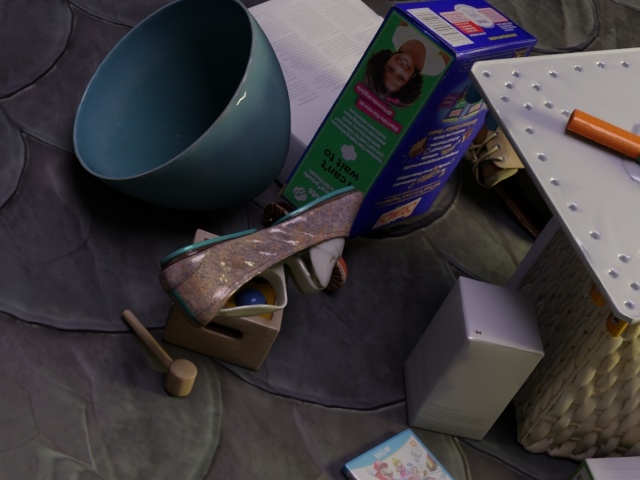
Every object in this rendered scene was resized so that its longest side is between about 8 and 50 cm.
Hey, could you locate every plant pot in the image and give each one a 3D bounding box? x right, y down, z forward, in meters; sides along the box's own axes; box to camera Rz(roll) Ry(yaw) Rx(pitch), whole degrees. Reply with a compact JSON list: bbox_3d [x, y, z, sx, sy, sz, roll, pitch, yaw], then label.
[{"bbox_3d":[-0.152,-0.151,1.733,0.195,0.290,0.290,43,24,-43],"label":"plant pot"}]

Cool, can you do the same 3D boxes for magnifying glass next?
[{"bbox_3d":[0.402,-0.098,1.562,0.231,0.026,0.092,25,47,-2],"label":"magnifying glass"}]

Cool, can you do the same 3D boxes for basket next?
[{"bbox_3d":[0.445,0.111,1.702,0.328,0.331,0.266,15,44,-13],"label":"basket"}]

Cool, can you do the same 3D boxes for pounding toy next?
[{"bbox_3d":[-0.142,0.087,1.590,0.181,0.094,0.206,19,41,-10],"label":"pounding toy"}]

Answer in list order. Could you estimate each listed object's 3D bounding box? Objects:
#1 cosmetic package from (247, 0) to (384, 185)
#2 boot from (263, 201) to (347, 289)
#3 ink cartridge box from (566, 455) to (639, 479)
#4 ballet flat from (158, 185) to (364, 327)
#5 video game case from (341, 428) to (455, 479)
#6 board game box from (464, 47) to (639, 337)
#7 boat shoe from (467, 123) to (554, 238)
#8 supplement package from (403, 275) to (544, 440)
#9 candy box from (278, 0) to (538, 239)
[{"bbox_3d":[-0.006,-0.244,2.007,0.284,0.097,0.377,41,42,18],"label":"cosmetic package"},{"bbox_3d":[0.000,0.000,1.788,0.085,0.059,0.158,-12,53,-43],"label":"boot"},{"bbox_3d":[0.393,0.367,1.609,0.109,0.062,0.209,3,47,-26],"label":"ink cartridge box"},{"bbox_3d":[-0.052,0.027,1.569,0.316,0.107,0.106,-23,81,-37],"label":"ballet flat"},{"bbox_3d":[0.119,0.308,1.560,0.119,0.015,0.166,-22,60,-41],"label":"video game case"},{"bbox_3d":[0.414,-0.076,1.597,0.390,0.050,0.390,-8,55,-27],"label":"board game box"},{"bbox_3d":[0.289,-0.131,1.992,0.324,0.122,0.120,48,53,-1],"label":"boat shoe"},{"bbox_3d":[0.187,0.149,1.636,0.105,0.179,0.105,15,43,-14],"label":"supplement package"},{"bbox_3d":[0.122,-0.167,1.793,0.122,0.317,0.268,40,28,18],"label":"candy box"}]
